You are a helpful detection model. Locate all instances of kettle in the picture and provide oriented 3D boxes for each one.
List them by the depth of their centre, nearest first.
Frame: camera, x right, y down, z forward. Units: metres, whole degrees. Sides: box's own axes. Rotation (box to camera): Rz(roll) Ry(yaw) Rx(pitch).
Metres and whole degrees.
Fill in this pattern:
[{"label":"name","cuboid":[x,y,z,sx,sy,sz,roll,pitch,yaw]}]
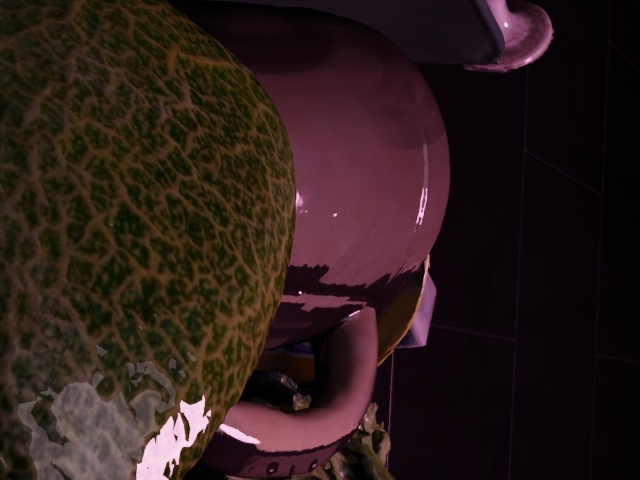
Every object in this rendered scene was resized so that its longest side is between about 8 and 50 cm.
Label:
[{"label":"kettle","cuboid":[-0.075,-0.004,1.093,0.324,0.228,0.321,-2,69,-59]}]

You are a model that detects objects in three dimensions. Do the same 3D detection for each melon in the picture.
[{"label":"melon","cuboid":[-0.168,0.016,0.778,0.331,0.226,0.343,27,27,-27]}]

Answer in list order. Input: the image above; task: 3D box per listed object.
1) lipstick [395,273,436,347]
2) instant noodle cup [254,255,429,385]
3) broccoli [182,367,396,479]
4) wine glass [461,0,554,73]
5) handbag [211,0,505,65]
[{"label":"lipstick","cuboid":[0.032,-0.003,1.606,0.290,0.077,0.076,61,37,-51]},{"label":"instant noodle cup","cuboid":[0.000,0.000,1.375,0.153,0.205,0.205,-34,123,-72]},{"label":"broccoli","cuboid":[-0.037,0.221,1.234,0.294,0.245,0.265,-48,160,-26]},{"label":"wine glass","cuboid":[0.178,-0.303,1.907,0.241,0.126,0.126,71,29,-48]},{"label":"handbag","cuboid":[-0.004,-0.217,1.274,0.326,0.238,0.089,40,51,-63]}]
